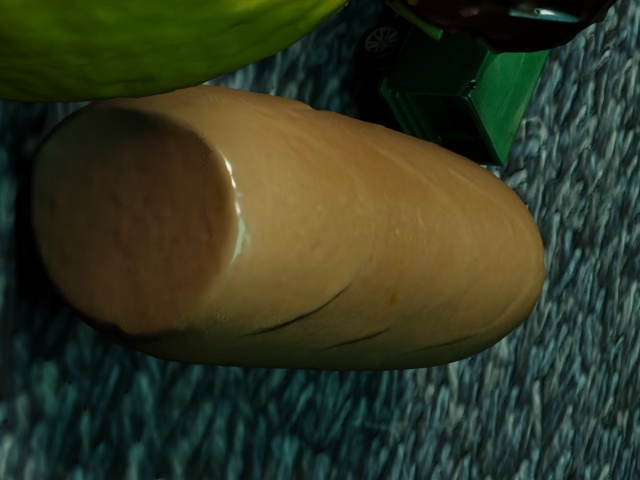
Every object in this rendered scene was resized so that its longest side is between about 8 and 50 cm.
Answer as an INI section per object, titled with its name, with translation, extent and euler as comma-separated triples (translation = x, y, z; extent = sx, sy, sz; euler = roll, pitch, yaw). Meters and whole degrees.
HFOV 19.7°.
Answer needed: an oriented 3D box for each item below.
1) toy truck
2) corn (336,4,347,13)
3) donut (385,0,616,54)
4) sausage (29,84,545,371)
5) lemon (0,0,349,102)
[toy truck]
translation = 0.078, -0.116, 0.993
extent = 0.065, 0.079, 0.147
euler = 58, 46, -44
[corn]
translation = -0.010, -0.205, 0.848
extent = 0.068, 0.068, 0.207
euler = -13, 105, -57
[donut]
translation = 0.073, -0.200, 0.864
extent = 0.096, 0.216, 0.230
euler = -2, 59, -28
[sausage]
translation = 0.001, 0.000, 0.846
extent = 0.304, 0.121, 0.121
euler = 7, 89, -57
[lemon]
translation = -0.082, -0.189, 0.540
extent = 0.297, 0.297, 0.297
euler = -14, 106, -56
